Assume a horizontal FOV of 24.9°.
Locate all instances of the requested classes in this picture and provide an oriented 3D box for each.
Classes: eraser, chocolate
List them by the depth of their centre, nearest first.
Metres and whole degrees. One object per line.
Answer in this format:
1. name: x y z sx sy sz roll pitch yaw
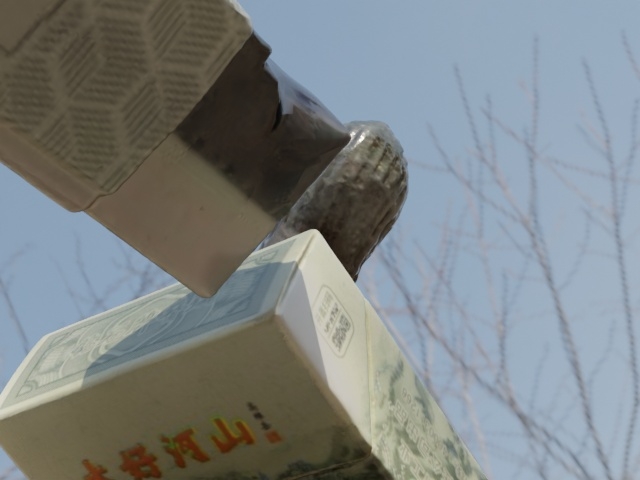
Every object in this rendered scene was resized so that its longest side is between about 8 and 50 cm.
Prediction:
1. eraser: -0.131 -0.113 0.428 0.096 0.098 0.404 -49 -38 0
2. chocolate: 0.000 0.000 1.321 0.110 0.110 0.248 30 -97 -46

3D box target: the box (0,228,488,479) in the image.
1. box: -0.008 0.134 0.663 0.164 0.069 0.256 -22 -65 29
